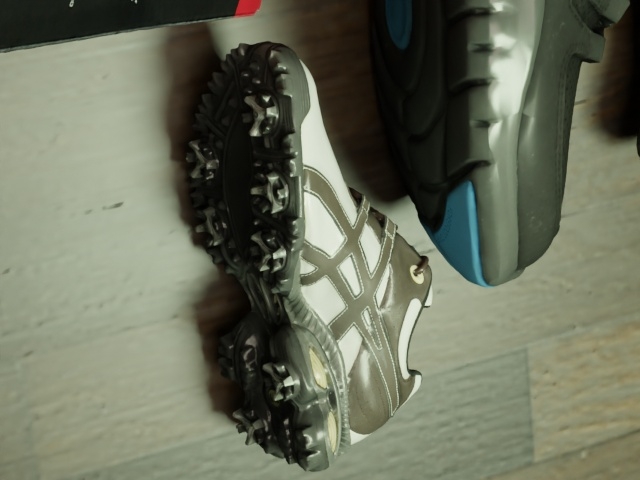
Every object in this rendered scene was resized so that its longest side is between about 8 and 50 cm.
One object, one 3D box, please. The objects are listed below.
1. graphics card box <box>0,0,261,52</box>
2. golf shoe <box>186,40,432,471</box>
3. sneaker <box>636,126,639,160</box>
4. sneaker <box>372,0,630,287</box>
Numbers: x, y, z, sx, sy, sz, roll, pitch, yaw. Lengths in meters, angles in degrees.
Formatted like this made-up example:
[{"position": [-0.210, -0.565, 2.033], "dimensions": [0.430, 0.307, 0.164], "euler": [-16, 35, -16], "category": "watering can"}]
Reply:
[{"position": [-0.079, -0.180, 0.594], "dimensions": [0.094, 0.371, 0.233], "euler": [14, 102, 9], "category": "graphics card box"}, {"position": [0.000, 0.000, 0.846], "dimensions": [0.094, 0.077, 0.198], "euler": [-22, 121, -30], "category": "golf shoe"}, {"position": [0.170, -0.112, 0.907], "dimensions": [0.064, 0.061, 0.158], "euler": [19, 96, -2], "category": "sneaker"}, {"position": [0.103, -0.145, 0.809], "dimensions": [0.139, 0.125, 0.341], "euler": [-3, 107, -19], "category": "sneaker"}]
